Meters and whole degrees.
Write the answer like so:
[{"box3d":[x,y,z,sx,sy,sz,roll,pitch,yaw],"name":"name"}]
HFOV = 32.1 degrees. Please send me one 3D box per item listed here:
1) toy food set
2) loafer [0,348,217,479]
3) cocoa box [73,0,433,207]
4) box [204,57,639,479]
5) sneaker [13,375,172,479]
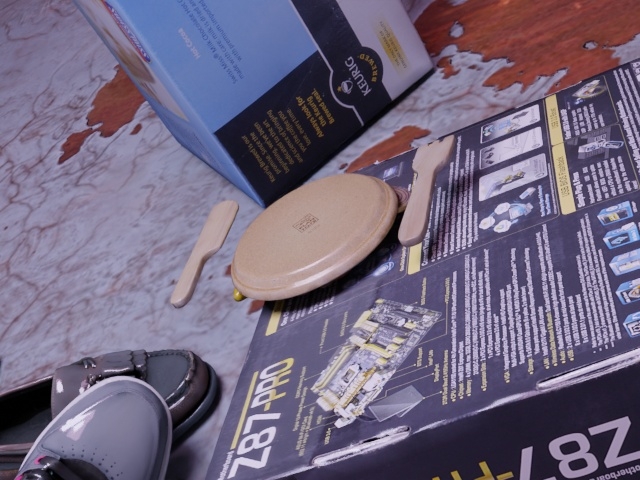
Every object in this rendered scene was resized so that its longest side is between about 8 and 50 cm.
[{"box3d":[0.000,0.000,0.741,0.192,0.039,0.132,-15,32,27],"name":"toy food set"},{"box3d":[-0.216,0.147,0.909,0.267,0.084,0.096,-23,37,15],"name":"loafer"},{"box3d":[-0.101,-0.249,1.047,0.228,0.347,0.231,-41,36,-9],"name":"cocoa box"},{"box3d":[0.114,0.027,0.699,0.318,0.097,0.395,-20,22,16],"name":"box"},{"box3d":[-0.186,0.206,0.724,0.296,0.123,0.178,-60,5,-23],"name":"sneaker"}]
